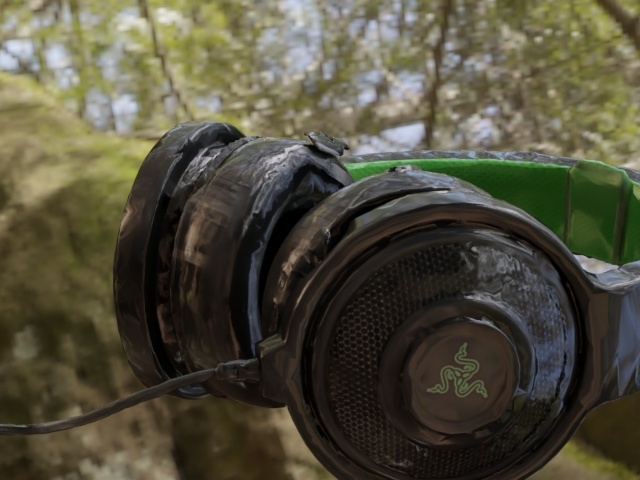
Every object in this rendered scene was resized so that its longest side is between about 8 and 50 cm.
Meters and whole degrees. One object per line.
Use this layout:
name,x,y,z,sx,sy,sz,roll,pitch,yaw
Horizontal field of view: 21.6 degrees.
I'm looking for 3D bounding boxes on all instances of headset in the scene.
headset,0.000,0.000,0.714,0.243,0.394,0.185,18,-63,47
